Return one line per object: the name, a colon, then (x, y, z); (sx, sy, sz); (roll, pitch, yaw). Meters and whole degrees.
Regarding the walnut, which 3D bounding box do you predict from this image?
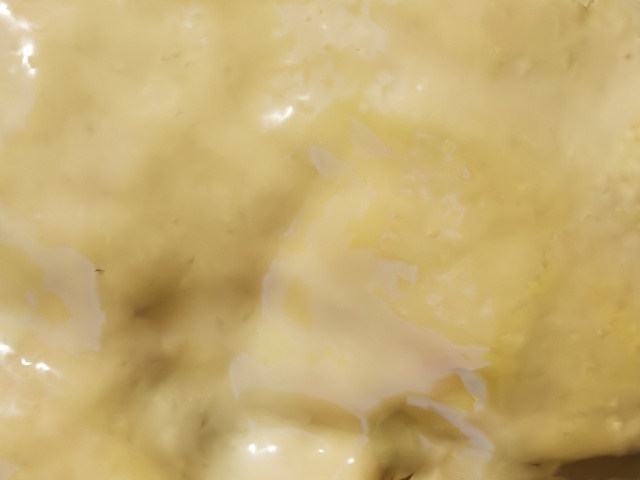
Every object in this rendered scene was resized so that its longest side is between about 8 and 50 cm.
walnut: (-0.010, -0.011, 0.603); (0.383, 0.383, 0.384); (4, -90, -85)
